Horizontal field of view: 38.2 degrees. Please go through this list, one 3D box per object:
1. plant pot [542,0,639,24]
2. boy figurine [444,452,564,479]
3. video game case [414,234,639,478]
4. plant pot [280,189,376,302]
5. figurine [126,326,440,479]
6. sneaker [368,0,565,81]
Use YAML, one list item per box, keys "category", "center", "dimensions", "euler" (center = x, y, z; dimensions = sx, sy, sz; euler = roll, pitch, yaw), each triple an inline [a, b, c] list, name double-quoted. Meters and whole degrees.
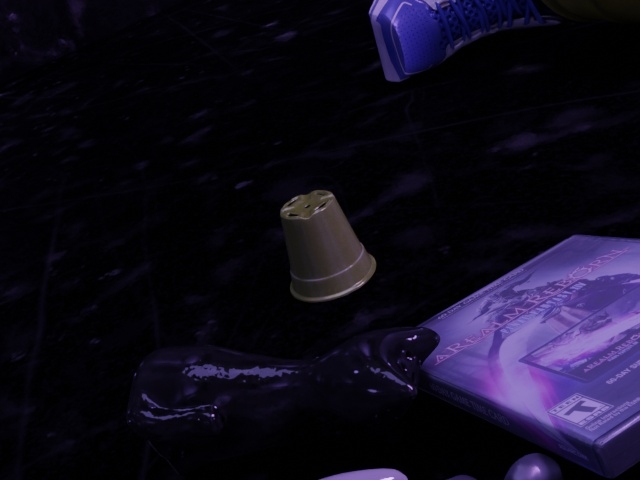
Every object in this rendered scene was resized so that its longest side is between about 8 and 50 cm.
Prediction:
- category: "plant pot"
  center: [0.461, -0.377, 0.979]
  dimensions: [0.366, 0.366, 0.353]
  euler: [-32, 40, -23]
- category: "boy figurine"
  center: [0.170, 0.176, 0.363]
  dimensions: [0.177, 0.092, 0.285]
  euler: [-5, 17, -38]
- category: "video game case"
  center: [0.171, 0.055, 0.591]
  dimensions: [0.196, 0.026, 0.274]
  euler: [-28, 12, -16]
- category: "plant pot"
  center: [0.000, 0.000, 0.834]
  dimensions: [0.083, 0.079, 0.083]
  euler: [-15, 27, 8]
- category: "figurine"
  center: [-0.036, 0.136, 0.566]
  dimensions: [0.209, 0.092, 0.215]
  euler: [-15, 27, 22]
- category: "sneaker"
  center: [0.225, -0.331, 1.254]
  dimensions: [0.315, 0.127, 0.182]
  euler: [-36, 28, -31]
